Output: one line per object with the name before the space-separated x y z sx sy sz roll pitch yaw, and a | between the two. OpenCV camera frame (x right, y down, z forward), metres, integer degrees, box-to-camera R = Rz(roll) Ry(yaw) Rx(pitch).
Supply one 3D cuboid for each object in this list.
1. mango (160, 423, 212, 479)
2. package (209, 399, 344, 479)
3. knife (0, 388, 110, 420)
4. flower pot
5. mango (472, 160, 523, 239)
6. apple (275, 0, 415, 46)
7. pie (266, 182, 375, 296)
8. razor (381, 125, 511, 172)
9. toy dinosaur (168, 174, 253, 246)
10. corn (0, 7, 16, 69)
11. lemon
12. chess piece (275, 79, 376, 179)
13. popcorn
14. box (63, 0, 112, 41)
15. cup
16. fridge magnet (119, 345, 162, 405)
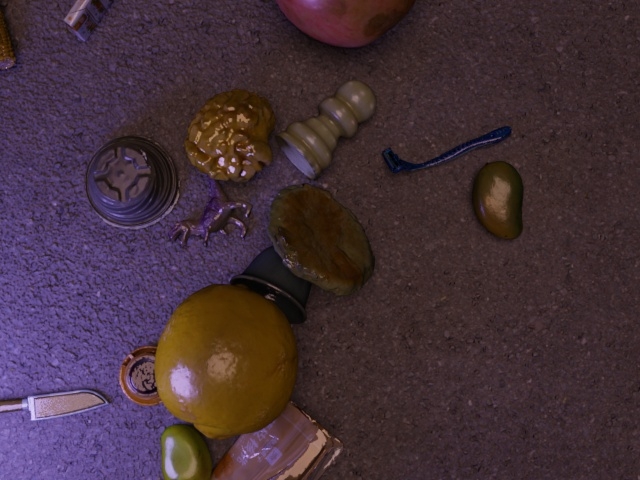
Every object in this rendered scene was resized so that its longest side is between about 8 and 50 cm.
mango | -0.315 0.512 1.885 0.117 0.089 0.163 -8 84 11
package | -0.113 0.539 1.855 0.221 0.165 0.311 40 85 1
knife | -0.675 0.398 1.915 0.342 0.027 0.061 -7 83 -5
flower pot | -0.456 -0.146 1.902 0.235 0.140 0.236 0 86 -4
mango | 0.431 -0.098 1.951 0.122 0.085 0.191 0 85 -5
apple | 0.066 -0.631 1.849 0.363 0.364 0.364 0 86 -2
pie | 0.000 0.000 1.873 0.306 0.071 0.306 20 45 -21
razor | 0.318 -0.219 1.977 0.324 0.093 0.056 -15 127 -6
toy dinosaur | -0.256 -0.094 1.941 0.199 0.072 0.251 19 94 8
corn | -0.823 -0.560 1.940 0.101 0.101 0.311 -17 89 -3
lemon | -0.207 0.266 1.792 0.347 0.348 0.348 0 86 -2
chess piece | 0.030 -0.281 1.936 0.251 0.144 0.144 -44 88 -10
popcorn | -0.197 -0.238 1.881 0.226 0.200 0.203 -25 62 -39
box | -0.531 -0.593 1.936 0.032 0.122 0.220 33 86 2
cup | -0.092 0.083 1.894 0.199 0.199 0.150 28 65 0
fridge magnet | -0.408 0.321 1.910 0.143 0.063 0.143 0 83 -1
